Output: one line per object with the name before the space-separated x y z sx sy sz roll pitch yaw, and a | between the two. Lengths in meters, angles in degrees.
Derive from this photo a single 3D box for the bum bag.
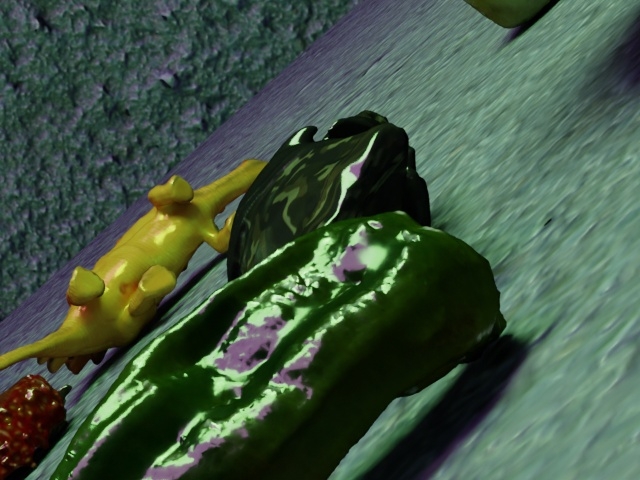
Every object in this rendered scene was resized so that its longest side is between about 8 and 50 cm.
bum bag | 0.000 -0.001 0.705 0.248 0.069 0.102 -125 47 -82

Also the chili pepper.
chili pepper | -0.032 0.069 0.497 0.204 0.073 0.072 -45 22 -12

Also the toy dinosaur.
toy dinosaur | -0.138 0.036 1.252 0.288 0.070 0.117 -41 -5 -25

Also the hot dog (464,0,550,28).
hot dog | 0.151 -0.217 1.117 0.242 0.084 0.073 -47 10 -26

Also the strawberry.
strawberry | -0.210 0.136 1.119 0.152 0.048 0.104 -42 3 -24
